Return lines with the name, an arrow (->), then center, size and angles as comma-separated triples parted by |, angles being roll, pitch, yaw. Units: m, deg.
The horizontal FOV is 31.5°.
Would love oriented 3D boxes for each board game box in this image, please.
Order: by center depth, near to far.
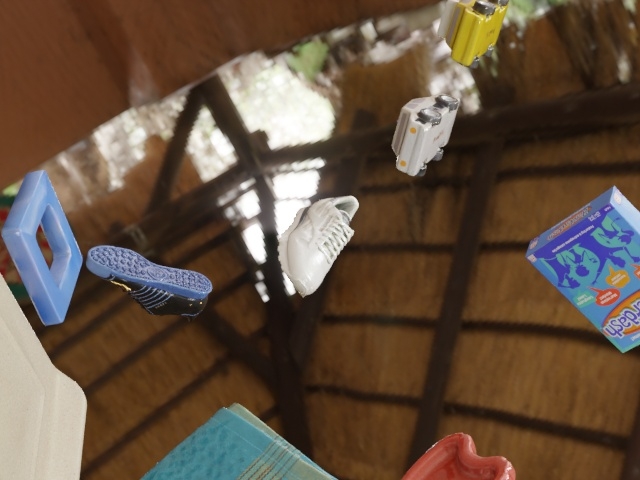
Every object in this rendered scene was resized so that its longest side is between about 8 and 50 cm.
board game box -> 0.419, 0.045, 1.591 | 0.160, 0.210, 0.047 | -39, -167, 39

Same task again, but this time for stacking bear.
stacking bear -> 0.217, 0.409, 1.394 | 0.164, 0.289, 0.175 | -39, -164, -10

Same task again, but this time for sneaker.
sneaker -> 0.000, 0.000, 1.800 | 0.094, 0.090, 0.235 | -18, -151, 21
sneaker -> -0.315, 0.084, 2.031 | 0.081, 0.232, 0.090 | -93, -154, -55

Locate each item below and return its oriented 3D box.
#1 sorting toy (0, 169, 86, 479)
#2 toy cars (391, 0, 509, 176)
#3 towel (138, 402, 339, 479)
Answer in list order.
sorting toy -> -0.165, 0.088, 0.490 | 0.047, 0.196, 0.348 | -11, -132, 8
toy cars -> 0.189, -0.256, 1.761 | 0.087, 0.176, 0.394 | 22, -112, 14
towel -> -0.133, 0.331, 1.027 | 0.370, 0.040, 0.271 | -42, -136, -20
